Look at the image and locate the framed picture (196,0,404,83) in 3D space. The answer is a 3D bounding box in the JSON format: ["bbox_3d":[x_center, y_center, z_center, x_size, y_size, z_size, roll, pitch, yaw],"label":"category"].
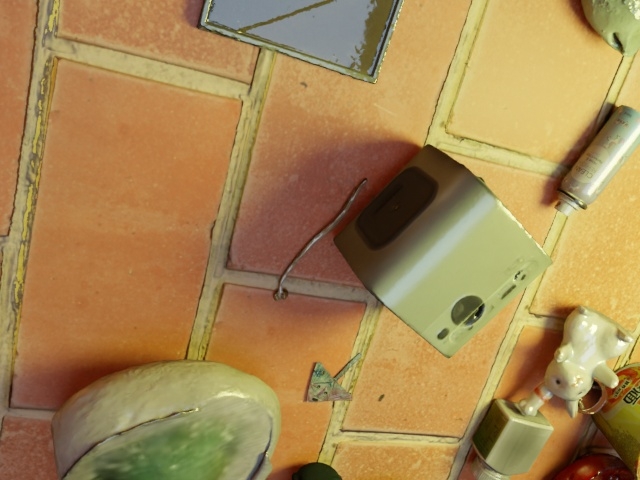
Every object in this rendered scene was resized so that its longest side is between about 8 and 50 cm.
[{"bbox_3d":[-0.014,-0.400,1.020,0.314,0.024,0.232,13,109,-21],"label":"framed picture"}]

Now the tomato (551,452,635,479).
[{"bbox_3d":[0.656,0.606,1.602,0.227,0.101,0.228,-9,123,-15],"label":"tomato"}]

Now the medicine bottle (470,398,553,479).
[{"bbox_3d":[0.425,0.470,1.480,0.132,0.088,0.189,18,107,-20],"label":"medicine bottle"}]

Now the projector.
[{"bbox_3d":[0.205,0.017,1.133,0.249,0.248,0.248,-45,116,6],"label":"projector"}]

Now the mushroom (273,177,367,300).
[{"bbox_3d":[-0.004,-0.002,1.197,0.028,0.026,0.286,27,102,-40],"label":"mushroom"}]

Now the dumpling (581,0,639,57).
[{"bbox_3d":[0.531,-0.428,1.111,0.152,0.108,0.219,-32,120,0],"label":"dumpling"}]

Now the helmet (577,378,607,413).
[{"bbox_3d":[0.597,0.345,1.491,0.111,0.057,0.089,34,98,-18],"label":"helmet"}]

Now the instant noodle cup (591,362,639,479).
[{"bbox_3d":[0.775,0.422,1.494,0.264,0.200,0.264,-6,115,-13],"label":"instant noodle cup"}]

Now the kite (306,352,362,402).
[{"bbox_3d":[0.033,0.290,1.341,0.152,0.005,0.137,-36,120,2],"label":"kite"}]

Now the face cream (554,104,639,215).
[{"bbox_3d":[0.539,-0.147,1.253,0.075,0.075,0.229,29,102,-24],"label":"face cream"}]

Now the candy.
[{"bbox_3d":[-0.278,0.373,1.190,0.426,0.186,0.386,-16,125,-11],"label":"candy"}]

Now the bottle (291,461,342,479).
[{"bbox_3d":[-0.024,0.639,1.400,0.144,0.144,0.336,1,112,-16],"label":"bottle"}]

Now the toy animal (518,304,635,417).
[{"bbox_3d":[0.548,0.278,1.384,0.140,0.138,0.282,29,88,8],"label":"toy animal"}]
